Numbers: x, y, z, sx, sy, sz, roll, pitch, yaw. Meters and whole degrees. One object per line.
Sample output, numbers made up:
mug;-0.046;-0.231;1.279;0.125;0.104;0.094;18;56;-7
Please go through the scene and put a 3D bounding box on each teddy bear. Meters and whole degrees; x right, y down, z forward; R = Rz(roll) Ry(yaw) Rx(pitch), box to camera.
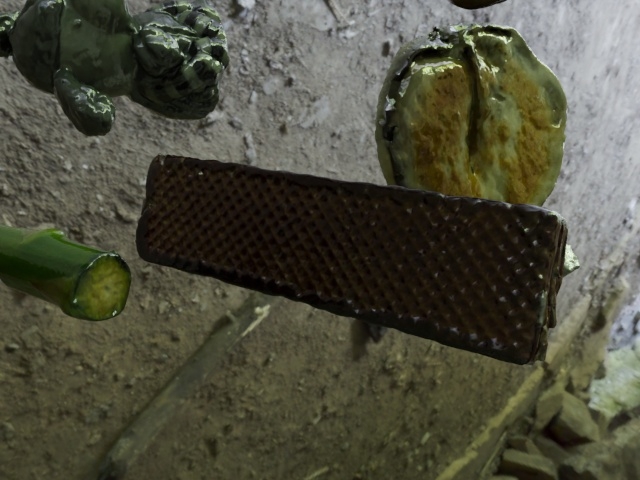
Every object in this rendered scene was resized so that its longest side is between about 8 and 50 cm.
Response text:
teddy bear;-0.207;-0.194;0.594;0.251;0.171;0.144;-13;155;-42

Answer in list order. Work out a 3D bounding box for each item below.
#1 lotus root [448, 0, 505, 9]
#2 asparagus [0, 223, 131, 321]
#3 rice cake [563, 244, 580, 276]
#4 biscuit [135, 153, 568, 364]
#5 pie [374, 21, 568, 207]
lotus root;0.164;-0.314;0.570;0.260;0.128;0.145;-70;149;-73
asparagus;-0.200;0.011;0.369;0.041;0.178;0.045;-19;118;-59
rice cake;0.258;0.072;0.785;0.256;0.057;0.052;124;-16;-55
biscuit;0.000;0.000;0.482;0.073;0.388;0.107;8;94;-61
pie;0.210;-0.143;0.773;0.339;0.077;0.339;0;91;-30
